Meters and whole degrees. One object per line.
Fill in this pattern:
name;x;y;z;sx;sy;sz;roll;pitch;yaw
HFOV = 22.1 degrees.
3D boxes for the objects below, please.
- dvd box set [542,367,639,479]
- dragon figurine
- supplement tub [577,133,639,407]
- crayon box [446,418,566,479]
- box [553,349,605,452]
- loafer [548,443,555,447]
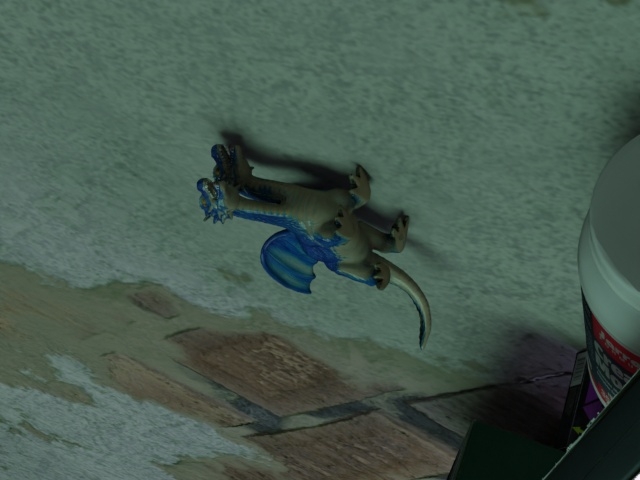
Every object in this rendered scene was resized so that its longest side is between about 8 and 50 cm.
dvd box set;0.410;0.122;1.248;0.420;0.062;0.307;-5;147;-23
dragon figurine;0.000;0.000;1.569;0.144;0.085;0.289;-1;148;37
supplement tub;0.305;0.043;1.315;0.191;0.191;0.272;11;154;17
crayon box;0.282;0.331;1.785;0.313;0.106;0.363;18;161;5
box;0.326;0.199;1.717;0.162;0.116;0.029;28;153;-21
loafer;0.271;0.318;2.028;0.087;0.094;0.251;7;153;15
